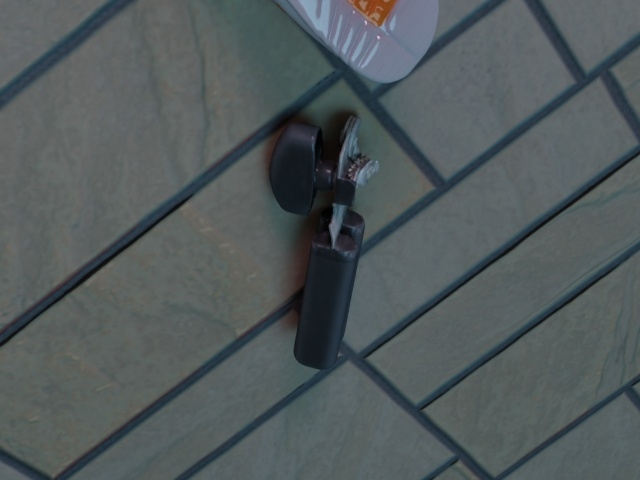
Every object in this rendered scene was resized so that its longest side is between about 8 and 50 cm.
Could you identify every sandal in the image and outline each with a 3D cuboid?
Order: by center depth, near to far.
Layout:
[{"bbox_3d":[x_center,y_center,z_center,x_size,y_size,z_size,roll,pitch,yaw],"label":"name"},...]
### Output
[{"bbox_3d":[-0.015,-0.233,1.026,0.265,0.076,0.102,40,90,-23],"label":"sandal"}]

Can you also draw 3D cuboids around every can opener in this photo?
[{"bbox_3d":[0.000,0.000,1.246,0.093,0.074,0.280,11,129,9],"label":"can opener"}]
